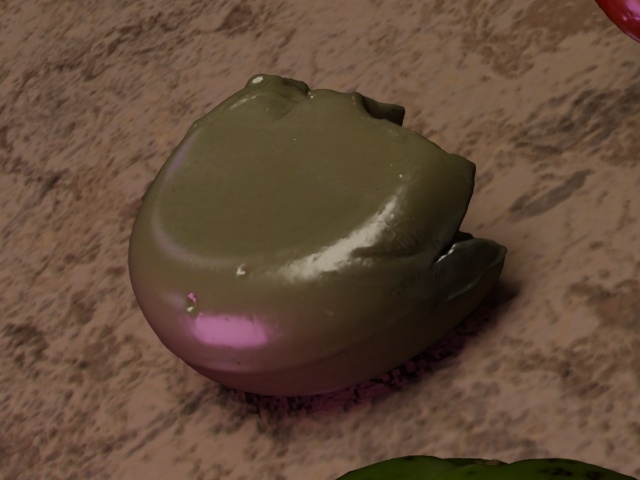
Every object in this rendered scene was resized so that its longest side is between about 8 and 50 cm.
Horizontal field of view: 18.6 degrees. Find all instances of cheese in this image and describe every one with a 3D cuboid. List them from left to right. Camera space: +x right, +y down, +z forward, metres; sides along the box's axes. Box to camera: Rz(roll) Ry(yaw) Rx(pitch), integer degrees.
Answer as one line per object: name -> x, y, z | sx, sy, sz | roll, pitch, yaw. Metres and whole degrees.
cheese -> 0.000, 0.000, 0.986 | 0.202, 0.091, 0.175 | 14, 60, 46

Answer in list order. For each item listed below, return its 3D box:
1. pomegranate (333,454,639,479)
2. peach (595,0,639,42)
pomegranate -> 0.060, 0.195, 0.661 | 0.214, 0.214, 0.247 | -11, 77, 33
peach -> 0.229, -0.181, 0.887 | 0.243, 0.199, 0.243 | -35, 24, 18
